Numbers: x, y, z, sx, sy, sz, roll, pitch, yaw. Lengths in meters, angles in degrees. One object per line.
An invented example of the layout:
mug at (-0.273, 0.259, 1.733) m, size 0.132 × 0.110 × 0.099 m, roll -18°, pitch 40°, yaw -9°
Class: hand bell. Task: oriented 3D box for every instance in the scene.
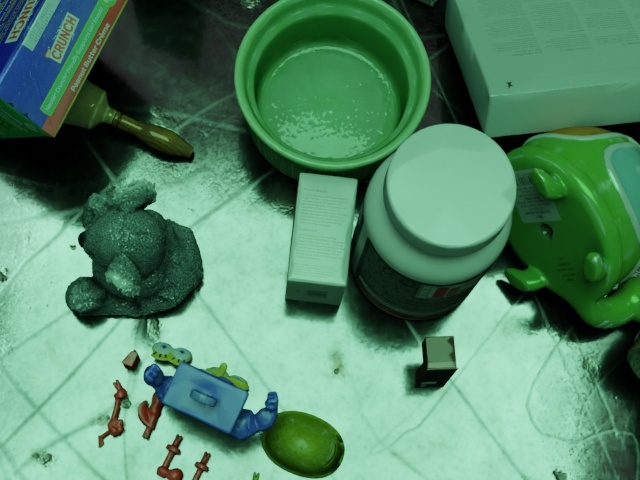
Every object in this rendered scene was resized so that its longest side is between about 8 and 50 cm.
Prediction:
hand bell at (-0.316, -0.191, 1.797) m, size 0.242 × 0.126 × 0.126 m, roll 23°, pitch 73°, yaw -9°

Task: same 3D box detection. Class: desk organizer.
desk organizer at (0.171, 0.183, 1.689) m, size 0.047 × 0.130 × 0.050 m, roll -2°, pitch 71°, yaw -4°

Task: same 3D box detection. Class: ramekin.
ramekin at (0.015, -0.232, 1.790) m, size 0.303 × 0.148 × 0.303 m, roll 1°, pitch 74°, yaw -3°

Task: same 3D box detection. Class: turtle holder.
turtle holder at (0.418, -0.028, 1.711) m, size 0.227 × 0.243 × 0.320 m, roll -31°, pitch 73°, yaw -27°

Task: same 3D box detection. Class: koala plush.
koala plush at (-0.276, 0.010, 1.664) m, size 0.203 × 0.221 × 0.196 m, roll 8°, pitch 73°, yaw -1°

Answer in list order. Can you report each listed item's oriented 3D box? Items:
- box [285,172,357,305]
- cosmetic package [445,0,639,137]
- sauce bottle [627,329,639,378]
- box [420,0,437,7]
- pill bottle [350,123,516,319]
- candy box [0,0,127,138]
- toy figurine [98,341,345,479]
box at (0.000, 0.000, 1.731) m, size 0.091 × 0.130 × 0.171 m, roll 6°, pitch 73°, yaw -1°
cosmetic package at (0.415, -0.308, 1.810) m, size 0.377 × 0.097 × 0.284 m, roll -6°, pitch 46°, yaw -5°
sauce bottle at (0.597, 0.084, 1.738) m, size 0.111 × 0.111 × 0.344 m, roll 39°, pitch 61°, yaw 8°
box at (0.176, -0.493, 1.939) m, size 0.116 × 0.029 × 0.162 m, roll 25°, pitch 75°, yaw 3°
pill bottle at (0.159, -0.021, 1.625) m, size 0.210 × 0.363 × 0.210 m, roll 1°, pitch 74°, yaw -3°
candy box at (-0.450, -0.293, 1.696) m, size 0.122 × 0.317 × 0.268 m, roll 36°, pitch 71°, yaw -33°
toy figurine at (-0.146, 0.267, 1.600) m, size 0.362 × 0.217 × 0.191 m, roll 26°, pitch 74°, yaw 5°
